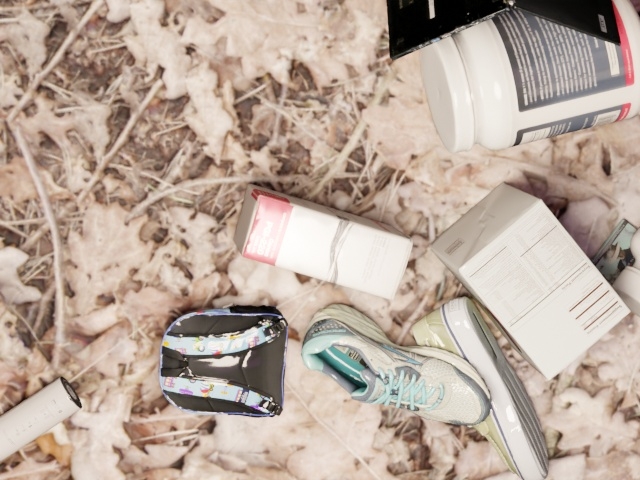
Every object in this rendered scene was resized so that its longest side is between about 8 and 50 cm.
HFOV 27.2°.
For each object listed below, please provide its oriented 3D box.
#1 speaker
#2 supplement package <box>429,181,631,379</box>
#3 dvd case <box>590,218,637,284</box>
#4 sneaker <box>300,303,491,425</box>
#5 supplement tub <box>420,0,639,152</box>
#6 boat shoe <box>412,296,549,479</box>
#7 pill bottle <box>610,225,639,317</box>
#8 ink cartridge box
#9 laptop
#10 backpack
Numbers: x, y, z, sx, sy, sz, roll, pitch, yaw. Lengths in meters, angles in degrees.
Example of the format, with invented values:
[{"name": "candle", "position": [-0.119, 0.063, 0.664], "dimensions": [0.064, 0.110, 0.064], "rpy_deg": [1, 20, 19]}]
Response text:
[{"name": "speaker", "position": [-0.404, 0.249, 1.847], "dimensions": [0.136, 0.055, 0.055], "rpy_deg": [-34, 102, -1]}, {"name": "supplement package", "position": [0.285, 0.051, 1.838], "dimensions": [0.149, 0.194, 0.203], "rpy_deg": [-40, 102, 1]}, {"name": "dvd case", "position": [0.464, 0.037, 1.953], "dimensions": [0.119, 0.013, 0.087], "rpy_deg": [37, 93, -11]}, {"name": "sneaker", "position": [0.097, 0.198, 1.838], "dimensions": [0.283, 0.122, 0.110], "rpy_deg": [23, 115, 9]}, {"name": "supplement tub", "position": [0.288, -0.230, 1.792], "dimensions": [0.272, 0.191, 0.191], "rpy_deg": [-14, 101, -6]}, {"name": "boat shoe", "position": [0.235, 0.223, 1.921], "dimensions": [0.094, 0.109, 0.302], "rpy_deg": [-24, 99, 22]}, {"name": "pill bottle", "position": [0.537, -0.005, 1.875], "dimensions": [0.152, 0.152, 0.272], "rpy_deg": [40, 87, -12]}, {"name": "ink cartridge box", "position": [0.000, 0.000, 1.807], "dimensions": [0.218, 0.158, 0.092], "rpy_deg": [15, 96, -10]}, {"name": "laptop", "position": [0.231, -0.327, 1.746], "dimensions": [0.264, 0.234, 0.136], "rpy_deg": [-21, 135, 22]}, {"name": "backpack", "position": [-0.137, 0.164, 1.837], "dimensions": [0.173, 0.117, 0.158], "rpy_deg": [2, 100, -9]}]
